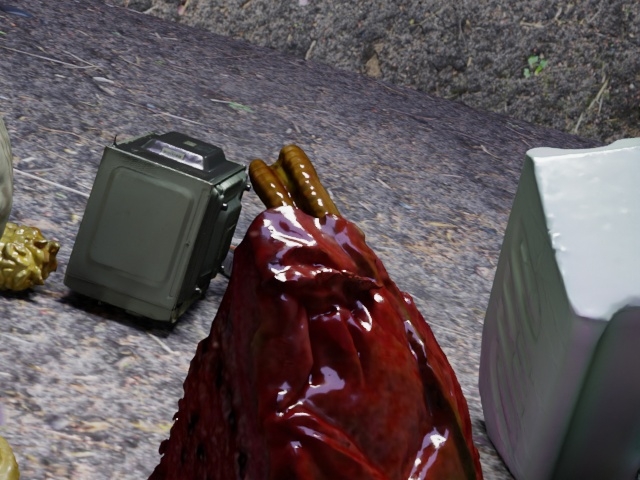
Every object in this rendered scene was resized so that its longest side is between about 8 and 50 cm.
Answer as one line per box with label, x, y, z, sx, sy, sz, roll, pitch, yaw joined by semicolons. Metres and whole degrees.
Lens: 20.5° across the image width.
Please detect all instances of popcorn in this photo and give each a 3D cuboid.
popcorn;-0.287;0.018;1.665;0.083;0.057;0.082;31;20;34

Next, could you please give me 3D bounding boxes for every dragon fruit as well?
dragon fruit;-0.026;0.147;1.069;0.240;0.330;0.302;-3;14;7

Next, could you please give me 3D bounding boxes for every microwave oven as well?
microwave oven;-0.153;-0.016;1.750;0.129;0.163;0.205;21;11;3

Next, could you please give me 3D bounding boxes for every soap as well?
soap;0.224;0.085;1.555;0.115;0.347;0.208;-3;53;-7

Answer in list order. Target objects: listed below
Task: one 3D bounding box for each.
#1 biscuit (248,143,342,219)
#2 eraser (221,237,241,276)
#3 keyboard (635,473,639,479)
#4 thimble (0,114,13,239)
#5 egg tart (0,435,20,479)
biscuit;0.000;0.000;1.860;0.220;0.066;0.220;59;0;0
eraser;-0.079;0.029;1.937;0.052;0.029;0.122;6;18;-41
keyboard;0.380;0.259;1.647;0.176;0.014;0.055;18;17;3
thimble;-0.367;-0.050;1.506;0.219;0.219;0.150;14;15;-14
egg tart;-0.332;0.103;1.158;0.290;0.115;0.290;18;12;-4
